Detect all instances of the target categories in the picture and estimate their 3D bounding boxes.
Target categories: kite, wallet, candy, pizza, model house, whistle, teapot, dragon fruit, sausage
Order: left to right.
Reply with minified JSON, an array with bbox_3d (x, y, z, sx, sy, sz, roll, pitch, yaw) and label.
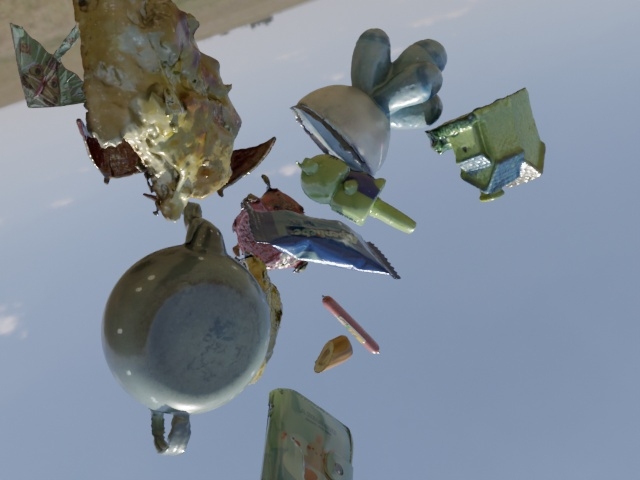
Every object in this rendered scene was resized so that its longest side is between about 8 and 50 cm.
[{"bbox_3d":[-0.513,-0.350,1.493,0.250,0.229,0.012,-46,-177,25],"label":"kite"},{"bbox_3d":[-0.144,-0.147,0.747,0.090,0.323,0.223,-12,-122,11],"label":"pizza"},{"bbox_3d":[-0.156,0.101,0.890,0.193,0.294,0.129,11,179,-28],"label":"teapot"},{"bbox_3d":[-0.140,-0.027,2.039,0.147,0.282,0.211,-27,-175,-37],"label":"dragon fruit"},{"bbox_3d":[-0.024,0.376,1.281,0.075,0.176,0.250,-44,-159,24],"label":"wallet"},{"bbox_3d":[0.000,0.000,1.631,0.331,0.077,0.187,12,-157,-23],"label":"candy"},{"bbox_3d":[0.075,0.206,1.880,0.029,0.223,0.029,-36,-157,18],"label":"sausage"},{"bbox_3d":[0.058,-0.076,1.276,0.085,0.227,0.105,-61,175,-7],"label":"whistle"},{"bbox_3d":[0.341,-0.183,1.597,0.214,0.189,0.195,-29,-176,-41],"label":"model house"}]

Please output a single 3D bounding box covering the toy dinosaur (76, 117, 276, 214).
[{"bbox_3d":[-0.260,-0.160,1.331,0.113,0.327,0.206,-16,-131,53],"label":"toy dinosaur"}]

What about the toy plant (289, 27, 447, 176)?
[{"bbox_3d":[0.133,-0.307,1.629,0.332,0.247,0.247,-44,-158,-6],"label":"toy plant"}]

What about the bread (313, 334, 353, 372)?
[{"bbox_3d":[0.029,0.261,1.779,0.103,0.062,0.049,-20,-152,-36],"label":"bread"}]

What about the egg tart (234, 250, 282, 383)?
[{"bbox_3d":[-0.141,0.157,1.393,0.095,0.278,0.279,20,-176,-23],"label":"egg tart"}]
